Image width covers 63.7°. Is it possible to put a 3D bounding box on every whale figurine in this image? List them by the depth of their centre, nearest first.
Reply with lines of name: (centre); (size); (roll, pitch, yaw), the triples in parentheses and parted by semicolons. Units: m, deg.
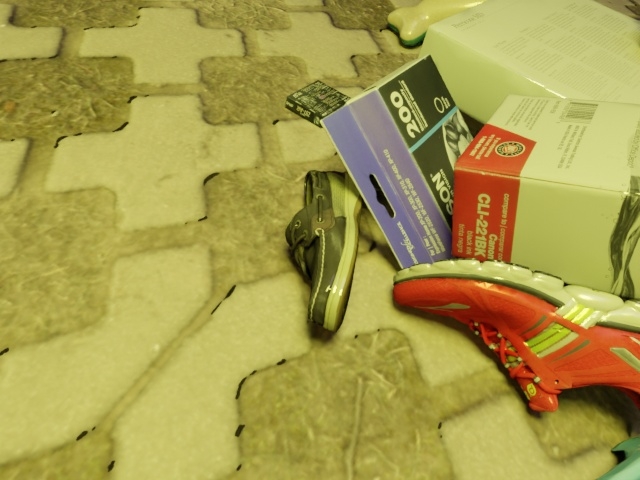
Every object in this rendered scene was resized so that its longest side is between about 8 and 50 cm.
whale figurine: (0.275, -0.433, 1.020); (0.272, 0.141, 0.216); (-20, 50, -3)

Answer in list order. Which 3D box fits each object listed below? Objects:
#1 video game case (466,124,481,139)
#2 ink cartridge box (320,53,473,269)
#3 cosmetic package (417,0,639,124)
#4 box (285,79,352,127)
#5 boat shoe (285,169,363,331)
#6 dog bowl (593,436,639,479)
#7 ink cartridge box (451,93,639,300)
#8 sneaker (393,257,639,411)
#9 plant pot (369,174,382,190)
video game case: (0.214, -0.139, 0.768); (0.087, 0.011, 0.122); (21, 43, 2)
ink cartridge box: (0.116, -0.087, 0.582); (0.208, 0.045, 0.206); (-43, 108, -42)
cosmetic package: (0.360, -0.265, 0.773); (0.284, 0.097, 0.377); (40, 52, 19)
box: (-0.001, -0.201, 0.754); (0.067, 0.018, 0.083); (32, 45, 15)
boat shoe: (0.000, -0.001, 0.517); (0.073, 0.080, 0.224); (11, 38, 0)
dog bowl: (0.260, 0.232, 0.368); (0.297, 0.074, 0.166); (-13, 51, -29)
ink cartridge box: (0.293, -0.049, 0.506); (0.272, 0.114, 0.197); (14, 40, 29)
sneaker: (0.194, 0.092, 0.470); (0.279, 0.107, 0.118); (15, 82, 15)
plant pot: (0.067, -0.118, 0.660); (0.083, 0.083, 0.079); (-1, 34, -19)
